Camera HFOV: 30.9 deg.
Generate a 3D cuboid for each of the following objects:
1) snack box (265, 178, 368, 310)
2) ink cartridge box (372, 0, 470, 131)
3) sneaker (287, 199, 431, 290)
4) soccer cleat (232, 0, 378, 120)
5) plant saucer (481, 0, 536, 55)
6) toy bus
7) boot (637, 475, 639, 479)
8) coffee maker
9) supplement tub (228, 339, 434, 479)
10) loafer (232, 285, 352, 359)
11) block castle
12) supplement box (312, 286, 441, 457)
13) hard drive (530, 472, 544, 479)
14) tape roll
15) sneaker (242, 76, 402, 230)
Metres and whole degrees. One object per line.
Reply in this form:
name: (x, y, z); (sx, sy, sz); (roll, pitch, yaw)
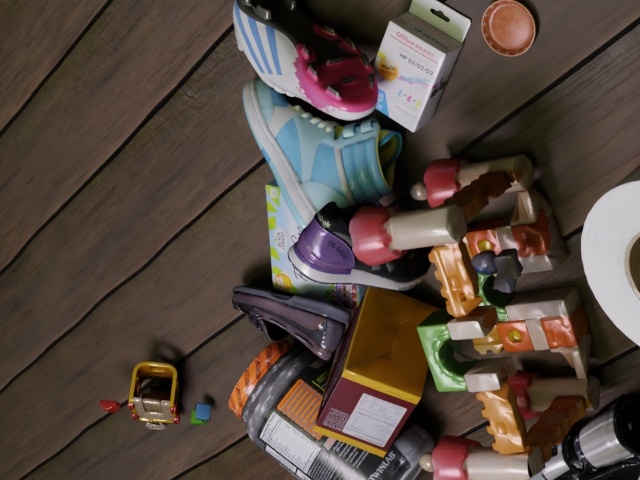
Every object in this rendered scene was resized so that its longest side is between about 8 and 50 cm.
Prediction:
snack box: (0.000, 0.000, 1.983); (0.174, 0.070, 0.207); (14, 120, 28)
ink cartridge box: (0.142, -0.269, 1.740); (0.104, 0.061, 0.181); (34, 129, 17)
sneaker: (0.091, 0.001, 1.791); (0.107, 0.283, 0.124); (51, 123, 33)
soccer cleat: (-0.024, -0.271, 1.808); (0.331, 0.116, 0.143); (49, 149, 31)
plant saucer: (0.271, -0.306, 1.659); (0.083, 0.013, 0.083); (18, 124, 28)
toy bus: (-0.334, 0.311, 2.371); (0.202, 0.191, 0.104); (-13, 63, 39)
boot: (0.541, 0.341, 1.684); (0.123, 0.095, 0.258); (14, 94, -16)
coffee maker: (0.454, 0.349, 1.808); (0.171, 0.120, 0.178); (52, 133, 1)
supplement tub: (0.015, 0.336, 2.062); (0.338, 0.207, 0.207); (37, 130, 16)
loafer: (-0.069, 0.141, 2.037); (0.302, 0.109, 0.095); (7, 78, 51)
block castle: (0.224, 0.115, 1.727); (0.213, 0.303, 0.453); (-9, 107, 40)
supplement box: (0.093, 0.214, 1.912); (0.129, 0.191, 0.194); (21, 137, -2)
hard drive: (0.337, 0.405, 1.988); (0.094, 0.022, 0.135); (32, 129, 18)
tape roll: (0.488, 0.026, 1.513); (0.286, 0.100, 0.286); (30, 137, 32)
sneaker: (0.014, -0.168, 1.867); (0.208, 0.127, 0.319); (-31, 68, 12)
